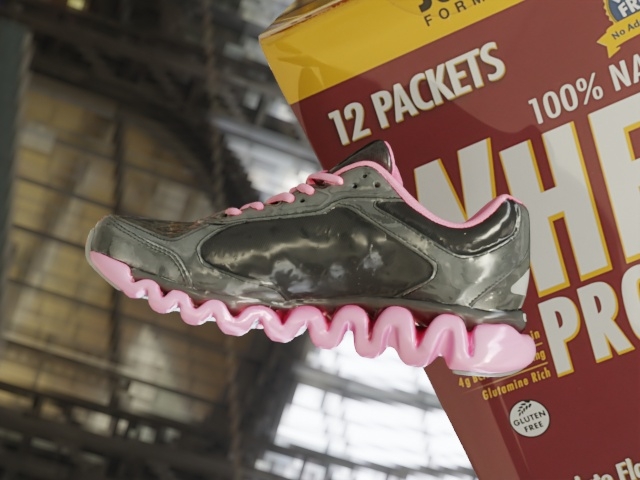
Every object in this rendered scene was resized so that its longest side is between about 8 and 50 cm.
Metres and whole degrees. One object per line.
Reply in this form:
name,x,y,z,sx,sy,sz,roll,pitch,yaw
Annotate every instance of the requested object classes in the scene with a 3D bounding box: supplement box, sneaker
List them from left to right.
sneaker,0.000,0.000,0.501,0.047,0.119,0.057,-99,-161,-87
supplement box,0.098,-0.028,0.615,0.129,0.191,0.194,-23,-168,19
